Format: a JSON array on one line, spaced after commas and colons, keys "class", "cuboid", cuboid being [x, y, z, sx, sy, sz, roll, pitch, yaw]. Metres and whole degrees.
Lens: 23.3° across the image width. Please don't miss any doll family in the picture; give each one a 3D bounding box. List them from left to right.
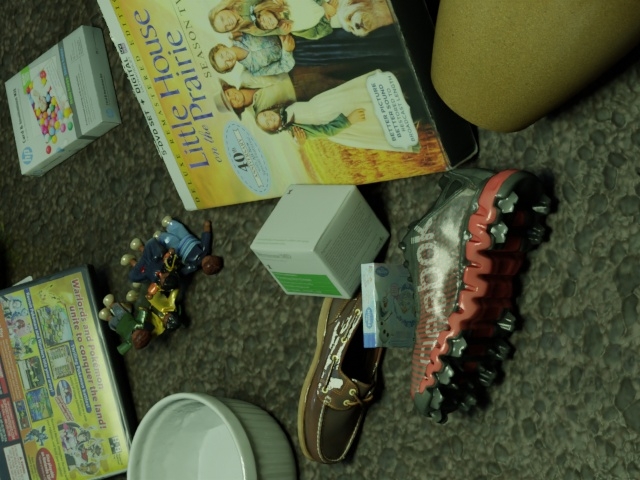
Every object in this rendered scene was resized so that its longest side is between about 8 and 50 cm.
[{"class": "doll family", "cuboid": [-0.196, 0.057, 1.940, 0.111, 0.076, 0.193, 35, 108, 44]}]

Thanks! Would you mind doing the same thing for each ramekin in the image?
[{"class": "ramekin", "cuboid": [-0.123, 0.282, 1.832, 0.207, 0.109, 0.207, -4, 84, 42]}]

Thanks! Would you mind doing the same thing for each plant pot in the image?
[{"class": "plant pot", "cuboid": [0.212, -0.231, 1.493, 0.237, 0.237, 0.254, 57, 138, 29]}]

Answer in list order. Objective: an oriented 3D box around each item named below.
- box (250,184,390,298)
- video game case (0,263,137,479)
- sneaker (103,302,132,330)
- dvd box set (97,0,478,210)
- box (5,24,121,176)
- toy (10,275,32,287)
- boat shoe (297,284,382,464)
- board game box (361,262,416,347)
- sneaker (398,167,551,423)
[{"class": "box", "cuboid": [0.000, 0.000, 1.722, 0.101, 0.087, 0.102, 3, 50, 43]}, {"class": "video game case", "cuboid": [-0.379, 0.196, 2.025, 0.248, 0.035, 0.275, -17, 83, 11]}, {"class": "sneaker", "cuboid": [-0.282, 0.101, 2.044, 0.083, 0.032, 0.037, -5, 84, 43]}, {"class": "dvd box set", "cuboid": [-0.052, -0.200, 1.737, 0.420, 0.062, 0.307, -6, 111, 43]}, {"class": "box", "cuboid": [-0.356, -0.190, 2.128, 0.186, 0.038, 0.145, -27, 69, 40]}, {"class": "toy", "cuboid": [-0.430, 0.146, 2.165, 0.237, 0.056, 0.137, -26, 74, 44]}, {"class": "boat shoe", "cuboid": [0.028, 0.152, 1.723, 0.073, 0.073, 0.207, 13, 96, 45]}, {"class": "board game box", "cuboid": [0.079, 0.070, 1.668, 0.020, 0.090, 0.090, -5, 83, 39]}, {"class": "sneaker", "cuboid": [0.139, 0.047, 1.610, 0.135, 0.097, 0.276, 24, 101, 41]}]
